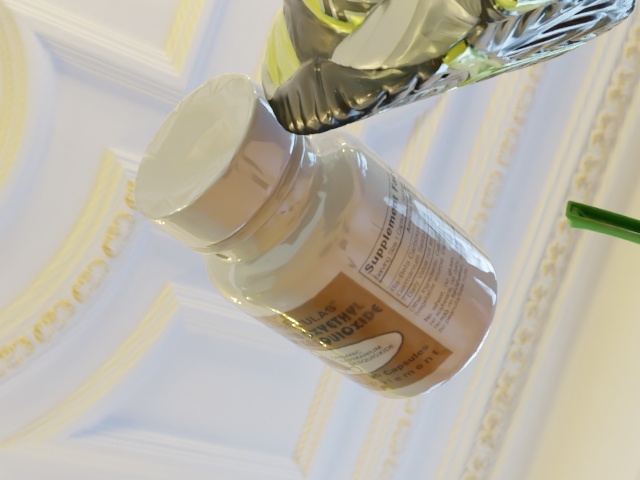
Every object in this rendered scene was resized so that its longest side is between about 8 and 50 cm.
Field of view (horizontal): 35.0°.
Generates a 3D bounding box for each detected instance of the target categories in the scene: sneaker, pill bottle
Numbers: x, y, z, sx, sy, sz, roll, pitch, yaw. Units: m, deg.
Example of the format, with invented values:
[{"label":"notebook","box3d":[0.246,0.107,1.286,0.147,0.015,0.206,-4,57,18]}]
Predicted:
[{"label":"sneaker","box3d":[0.057,-0.144,0.406,0.145,0.384,0.147,-22,-91,-20]},{"label":"pill bottle","box3d":[0.000,0.000,0.650,0.229,0.131,0.131,37,-96,-36]}]

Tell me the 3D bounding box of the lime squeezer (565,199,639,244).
[{"label":"lime squeezer","box3d":[0.328,0.000,0.667,0.059,0.310,0.110,-65,-35,-45]}]
